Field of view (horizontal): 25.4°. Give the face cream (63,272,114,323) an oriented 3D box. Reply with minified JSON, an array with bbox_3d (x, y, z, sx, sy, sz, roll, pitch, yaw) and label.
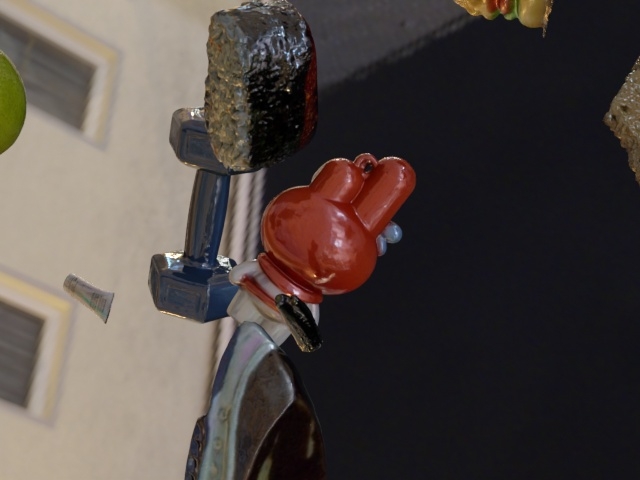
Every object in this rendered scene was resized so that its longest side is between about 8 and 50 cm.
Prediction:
[{"bbox_3d":[-0.274,0.066,1.685,0.115,0.020,0.038,23,-83,54],"label":"face cream"}]

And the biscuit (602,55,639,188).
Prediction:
[{"bbox_3d":[0.384,-0.126,1.585,0.237,0.131,0.026,-52,169,-42],"label":"biscuit"}]

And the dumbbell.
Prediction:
[{"bbox_3d":[-0.173,-0.041,2.177,0.160,0.144,0.324,-125,-136,-62],"label":"dumbbell"}]

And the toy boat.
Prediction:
[{"bbox_3d":[-0.068,0.197,1.200,0.115,0.114,0.262,33,-62,46],"label":"toy boat"}]

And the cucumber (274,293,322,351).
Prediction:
[{"bbox_3d":[-0.024,0.093,1.688,0.033,0.135,0.034,-13,-126,8],"label":"cucumber"}]

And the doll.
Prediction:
[{"bbox_3d":[0.000,0.000,1.796,0.290,0.161,0.130,-52,-173,6],"label":"doll"}]

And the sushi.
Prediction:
[{"bbox_3d":[-0.079,-0.192,1.805,0.136,0.126,0.225,54,-25,41],"label":"sushi"}]

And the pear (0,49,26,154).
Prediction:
[{"bbox_3d":[-0.468,-0.200,1.824,0.180,0.166,0.216,5,-81,20],"label":"pear"}]

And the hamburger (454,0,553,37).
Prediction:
[{"bbox_3d":[0.250,-0.395,1.847,0.237,0.149,0.237,14,90,-82],"label":"hamburger"}]
